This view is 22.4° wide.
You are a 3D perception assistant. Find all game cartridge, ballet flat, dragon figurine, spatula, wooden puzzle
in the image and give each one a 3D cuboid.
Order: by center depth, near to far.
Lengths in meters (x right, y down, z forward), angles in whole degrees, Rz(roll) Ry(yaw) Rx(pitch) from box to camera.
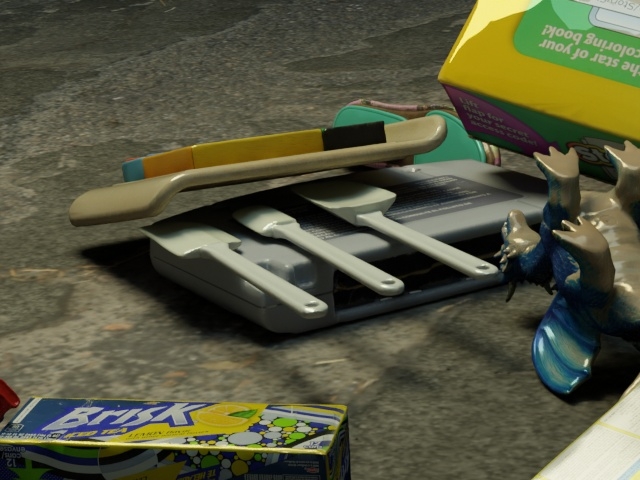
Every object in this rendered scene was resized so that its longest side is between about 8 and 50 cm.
[{"bbox_3d":[0.169,0.039,0.949,0.085,0.144,0.289,-7,34,-6],"label":"dragon figurine"},{"bbox_3d":[0.000,0.000,1.056,0.168,0.019,0.242,-10,17,-26],"label":"spatula"},{"bbox_3d":[0.036,-0.004,1.188,0.294,0.060,0.196,-12,22,-29],"label":"game cartridge"},{"bbox_3d":[-0.054,-0.059,1.225,0.239,0.044,0.221,-14,5,-25],"label":"wooden puzzle"},{"bbox_3d":[0.101,-0.082,1.426,0.079,0.077,0.221,9,5,-38],"label":"ballet flat"}]

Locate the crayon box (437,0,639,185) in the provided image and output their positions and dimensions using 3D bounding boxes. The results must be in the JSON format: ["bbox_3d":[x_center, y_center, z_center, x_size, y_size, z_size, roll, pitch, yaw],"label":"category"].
[{"bbox_3d":[0.318,-0.175,1.169,0.363,0.313,0.106,21,-14,28],"label":"crayon box"}]

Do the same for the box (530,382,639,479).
[{"bbox_3d":[0.155,0.111,0.557,0.105,0.043,0.179,-36,30,-27],"label":"box"}]

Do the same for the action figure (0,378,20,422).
[{"bbox_3d":[-0.189,0.101,0.833,0.115,0.030,0.038,-42,11,53],"label":"action figure"}]

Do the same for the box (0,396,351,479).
[{"bbox_3d":[-0.072,0.114,0.799,0.169,0.054,0.059,1,17,11],"label":"box"}]
